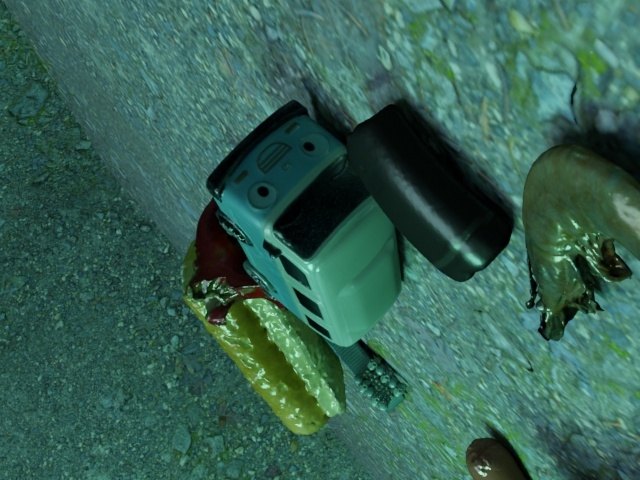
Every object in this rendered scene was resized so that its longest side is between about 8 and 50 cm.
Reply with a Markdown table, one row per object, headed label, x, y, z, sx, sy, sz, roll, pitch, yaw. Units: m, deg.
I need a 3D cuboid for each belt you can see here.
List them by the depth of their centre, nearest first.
| label | x | y | z | sx | sy | sz | roll | pitch | yaw |
| --- | --- | --- | --- | --- | --- | --- | --- | --- | --- |
| belt | 0.069 | 0.213 | 1.314 | 0.179 | 0.065 | 0.100 | 45 | 176 | 19 |

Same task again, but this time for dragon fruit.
| label | x | y | z | sx | sy | sz | roll | pitch | yaw |
| --- | --- | --- | --- | --- | --- | --- | --- | --- | --- |
| dragon fruit | -0.089 | 0.034 | 1.059 | 0.262 | 0.211 | 0.134 | 47 | 160 | 42 |

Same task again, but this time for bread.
| label | x | y | z | sx | sy | sz | roll | pitch | yaw |
| --- | --- | --- | --- | --- | --- | --- | --- | --- | --- |
| bread | -0.092 | 0.151 | 1.408 | 0.375 | 0.165 | 0.237 | 58 | -173 | -25 |

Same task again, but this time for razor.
| label | x | y | z | sx | sy | sz | roll | pitch | yaw |
| --- | --- | --- | --- | --- | --- | --- | --- | --- | --- |
| razor | 0.080 | -0.036 | 0.604 | 0.148 | 0.054 | 0.090 | 48 | 163 | 7 |

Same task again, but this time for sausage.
| label | x | y | z | sx | sy | sz | roll | pitch | yaw |
| --- | --- | --- | --- | --- | --- | --- | --- | --- | --- |
| sausage | 0.244 | 0.324 | 1.030 | 0.154 | 0.062 | 0.062 | 56 | 166 | -27 |

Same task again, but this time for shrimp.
| label | x | y | z | sx | sy | sz | roll | pitch | yaw |
| --- | --- | --- | --- | --- | --- | --- | --- | --- | --- |
| shrimp | 0.182 | 0.032 | 0.472 | 0.152 | 0.046 | 0.219 | 47 | 166 | 29 |

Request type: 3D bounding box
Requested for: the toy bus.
| label | x | y | z | sx | sy | sz | roll | pitch | yaw |
| --- | --- | --- | --- | --- | --- | --- | --- | --- | --- |
| toy bus | 0.000 | 0.000 | 0.808 | 0.164 | 0.133 | 0.271 | 39 | 166 | 24 |
